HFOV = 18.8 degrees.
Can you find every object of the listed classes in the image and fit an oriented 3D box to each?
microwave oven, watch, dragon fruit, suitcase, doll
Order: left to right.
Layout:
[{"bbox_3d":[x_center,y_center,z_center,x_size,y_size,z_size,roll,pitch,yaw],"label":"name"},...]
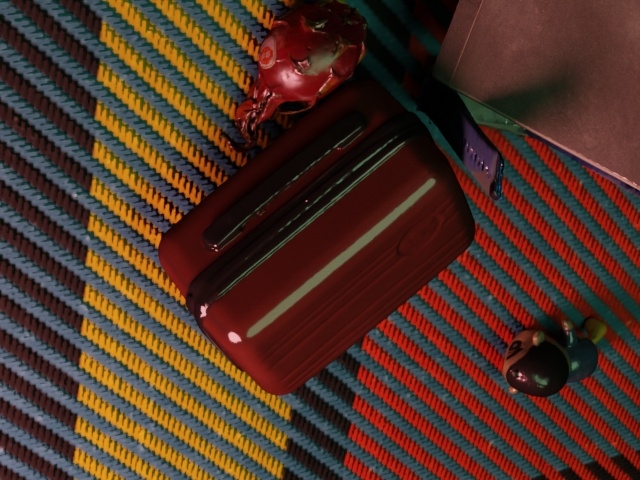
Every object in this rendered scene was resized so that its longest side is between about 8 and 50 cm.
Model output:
[{"bbox_3d":[-0.033,-0.158,1.885,0.190,0.094,0.094,-45,134,16],"label":"dragon fruit"},{"bbox_3d":[0.000,0.000,1.928,0.297,0.161,0.236,-39,157,-3],"label":"suitcase"},{"bbox_3d":[0.185,-0.103,1.931,0.276,0.274,0.068,5,115,-40],"label":"watch"},{"bbox_3d":[0.273,0.139,2.297,0.179,0.089,0.102,-18,133,-53],"label":"doll"},{"bbox_3d":[0.360,-0.285,1.836,0.236,0.374,0.432,-10,127,-54],"label":"microwave oven"}]
